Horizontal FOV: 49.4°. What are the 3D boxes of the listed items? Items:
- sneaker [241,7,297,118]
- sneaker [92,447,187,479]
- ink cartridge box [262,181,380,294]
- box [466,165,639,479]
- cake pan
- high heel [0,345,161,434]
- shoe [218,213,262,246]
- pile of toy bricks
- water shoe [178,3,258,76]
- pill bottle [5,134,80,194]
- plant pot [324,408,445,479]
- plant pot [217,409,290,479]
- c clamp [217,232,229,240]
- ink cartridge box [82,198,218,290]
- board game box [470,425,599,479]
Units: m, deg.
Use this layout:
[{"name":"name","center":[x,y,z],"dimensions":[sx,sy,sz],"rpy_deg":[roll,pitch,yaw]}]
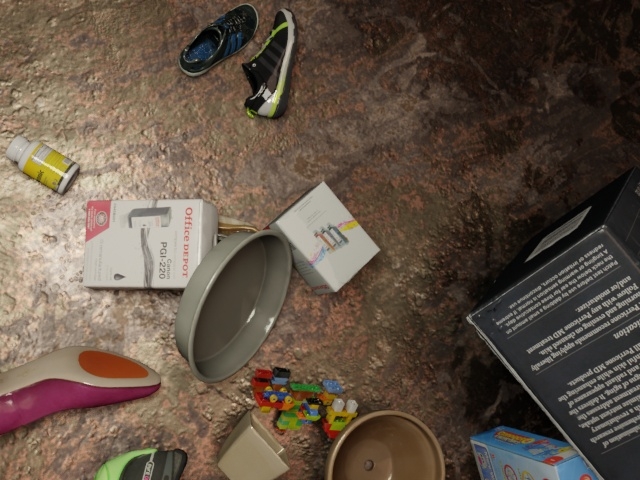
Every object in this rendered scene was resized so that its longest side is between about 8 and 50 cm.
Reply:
[{"name":"sneaker","center":[-0.106,-0.356,1.384],"dimensions":[0.097,0.084,0.235],"rpy_deg":[8,81,-15]},{"name":"sneaker","center":[-0.205,0.561,1.113],"dimensions":[0.202,0.185,0.483],"rpy_deg":[-20,87,-21]},{"name":"ink cartridge box","center":[0.000,0.000,1.349],"dimensions":[0.127,0.128,0.176],"rpy_deg":[-41,97,-17]},{"name":"box","center":[0.584,0.168,1.269],"dimensions":[0.472,0.297,0.480],"rpy_deg":[52,33,5]},{"name":"cake pan","center":[-0.153,0.109,1.234],"dimensions":[0.054,0.293,0.293],"rpy_deg":[24,74,24]},{"name":"high heel","center":[-0.476,0.283,1.207],"dimensions":[0.376,0.127,0.182],"rpy_deg":[9,110,-20]},{"name":"shoe","center":[-0.216,-0.016,1.325],"dimensions":[0.218,0.058,0.077],"rpy_deg":[11,105,-4]},{"name":"pile of toy bricks","center":[-0.048,0.321,1.323],"dimensions":[0.212,0.118,0.105],"rpy_deg":[14,108,-31]},{"name":"water shoe","center":[-0.190,-0.397,1.364],"dimensions":[0.073,0.080,0.203],"rpy_deg":[45,74,-8]},{"name":"pill bottle","center":[-0.498,-0.138,1.249],"dimensions":[0.116,0.065,0.065],"rpy_deg":[32,76,-10]},{"name":"plant pot","center":[0.111,0.442,1.340],"dimensions":[0.237,0.109,0.238],"rpy_deg":[2,84,-16]},{"name":"plant pot","center":[-0.130,0.396,1.280],"dimensions":[0.096,0.109,0.109],"rpy_deg":[-42,96,-5]},{"name":"c clamp","center":[-0.218,0.041,1.300],"dimensions":[0.160,0.022,0.137],"rpy_deg":[-39,109,14]},{"name":"ink cartridge box","center":[-0.299,0.010,1.236],"dimensions":[0.217,0.092,0.159],"rpy_deg":[0,83,7]},{"name":"board game box","center":[0.432,0.532,1.325],"dimensions":[0.086,0.302,0.309],"rpy_deg":[-15,88,-18]}]
